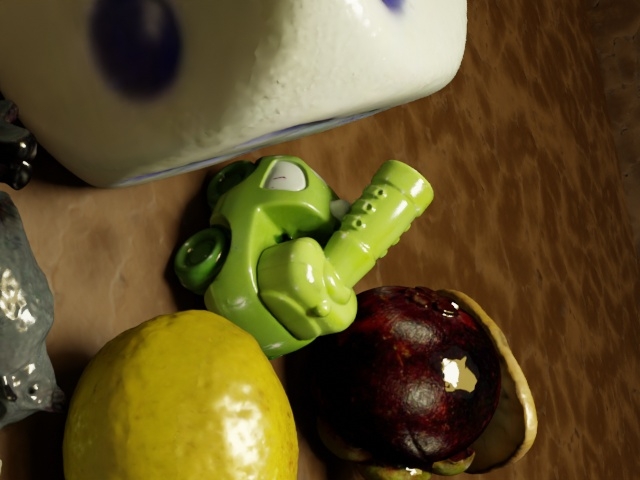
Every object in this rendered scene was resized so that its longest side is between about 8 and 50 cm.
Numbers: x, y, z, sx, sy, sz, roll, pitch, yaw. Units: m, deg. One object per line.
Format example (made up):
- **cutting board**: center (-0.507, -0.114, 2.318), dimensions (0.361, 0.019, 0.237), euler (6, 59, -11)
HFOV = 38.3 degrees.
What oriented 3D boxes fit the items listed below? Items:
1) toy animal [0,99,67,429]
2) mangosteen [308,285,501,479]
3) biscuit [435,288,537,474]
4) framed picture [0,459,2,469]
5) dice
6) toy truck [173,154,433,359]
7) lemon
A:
- **toy animal**: center (-0.229, 0.022, 0.591), dimensions (0.117, 0.121, 0.210), euler (-141, -139, -63)
- **mangosteen**: center (0.082, 0.145, 0.938), dimensions (0.210, 0.210, 0.209), euler (32, 51, -51)
- **biscuit**: center (0.163, 0.165, 1.039), dimensions (0.041, 0.260, 0.203), euler (4, 102, -24)
- **framed picture**: center (-0.268, 0.170, 0.497), dimensions (0.203, 0.015, 0.150), euler (37, 47, -47)
- **dice**: center (-0.078, -0.219, 0.696), dimensions (0.277, 0.304, 0.304), euler (-26, 101, -60)
- **toy truck**: center (-0.017, 0.013, 0.824), dimensions (0.148, 0.211, 0.187), euler (52, 55, -35)
- **lemon**: center (-0.095, 0.154, 0.643), dimensions (0.170, 0.170, 0.207), euler (8, 72, -58)
